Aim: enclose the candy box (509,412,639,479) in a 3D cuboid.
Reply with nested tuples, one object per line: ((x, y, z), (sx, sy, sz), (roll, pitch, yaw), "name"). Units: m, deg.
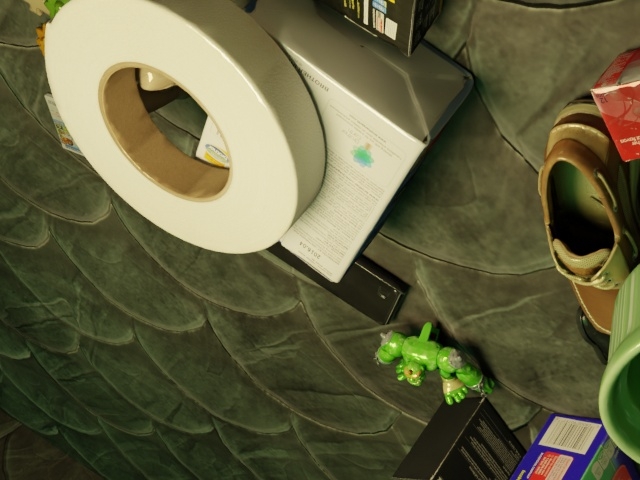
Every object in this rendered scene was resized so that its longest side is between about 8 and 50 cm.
((0.392, 0.470, 1.404), (0.122, 0.268, 0.317), (3, 132, 47), "candy box")

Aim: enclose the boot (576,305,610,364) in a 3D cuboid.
((0.401, 0.128, 1.213), (0.099, 0.045, 0.121), (-1, 135, 47), "boot")

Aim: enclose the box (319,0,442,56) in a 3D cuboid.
((0.009, -0.337, 0.927), (0.257, 0.079, 0.322), (32, 172, 10), "box")

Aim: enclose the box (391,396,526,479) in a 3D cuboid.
((0.264, 0.417, 1.541), (0.103, 0.184, 0.261), (-16, 117, 50), "box")

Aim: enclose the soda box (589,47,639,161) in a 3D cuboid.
((0.399, -0.151, 0.871), (0.263, 0.083, 0.092), (-7, 123, 48), "soda box")

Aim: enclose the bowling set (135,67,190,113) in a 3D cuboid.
((-0.212, -0.301, 1.266), (0.287, 0.154, 0.200), (-17, 98, 50), "bowling set")

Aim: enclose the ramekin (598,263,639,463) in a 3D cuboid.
((0.458, 0.127, 1.000), (0.303, 0.148, 0.303), (9, 135, 9), "ramekin")

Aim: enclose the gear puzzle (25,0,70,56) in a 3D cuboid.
((-0.430, -0.393, 1.425), (0.175, 0.044, 0.339), (31, 145, 13), "gear puzzle")

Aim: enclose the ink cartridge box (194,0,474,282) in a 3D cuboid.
((-0.010, -0.125, 1.226), (0.270, 0.151, 0.395), (37, 143, 6), "ink cartridge box")

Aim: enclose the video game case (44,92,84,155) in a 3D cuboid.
((-0.450, -0.205, 1.683), (0.087, 0.011, 0.122), (21, 141, 25), "video game case")

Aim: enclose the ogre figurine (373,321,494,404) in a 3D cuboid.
((0.167, 0.190, 1.469), (0.197, 0.097, 0.118), (35, 166, 35), "ogre figurine")

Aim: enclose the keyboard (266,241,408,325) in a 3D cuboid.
((0.000, 0.000, 1.467), (0.317, 0.033, 0.201), (33, 146, 10), "keyboard")

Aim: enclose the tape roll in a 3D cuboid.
((-0.176, -0.152, 1.163), (0.392, 0.072, 0.392), (24, 142, 20), "tape roll")

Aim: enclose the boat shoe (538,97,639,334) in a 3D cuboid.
((0.313, -0.005, 1.082), (0.123, 0.120, 0.324), (8, 134, 39), "boat shoe")
